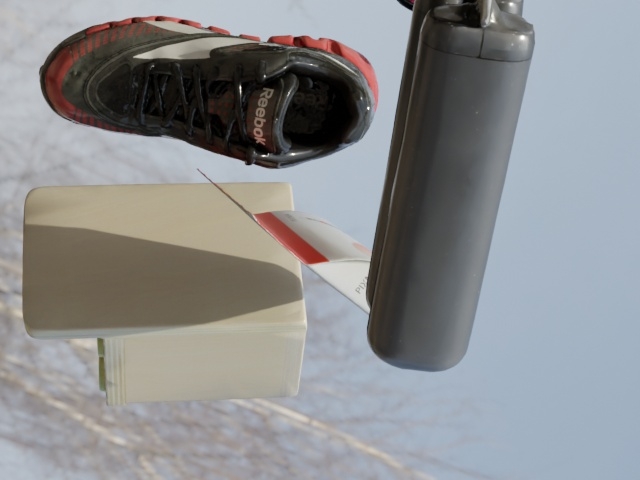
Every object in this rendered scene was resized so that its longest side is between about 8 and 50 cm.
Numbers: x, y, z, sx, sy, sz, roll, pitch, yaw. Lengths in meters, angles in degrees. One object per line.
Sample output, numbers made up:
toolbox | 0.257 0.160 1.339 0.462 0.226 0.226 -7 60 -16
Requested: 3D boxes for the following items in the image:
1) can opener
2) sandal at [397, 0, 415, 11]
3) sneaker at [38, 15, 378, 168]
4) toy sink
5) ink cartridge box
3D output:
can opener | 0.037 -0.082 0.637 0.076 0.095 0.283 -89 -173 -63
sandal | 0.087 -0.192 1.239 0.040 0.179 0.067 -38 -162 3
sneaker | -0.081 -0.115 1.209 0.135 0.276 0.098 -117 -147 -70
toy sink | -0.137 0.049 1.349 0.131 0.234 0.153 98 -13 -52
ink cartridge box | 0.000 0.000 1.178 0.045 0.179 0.145 -49 -154 -1
